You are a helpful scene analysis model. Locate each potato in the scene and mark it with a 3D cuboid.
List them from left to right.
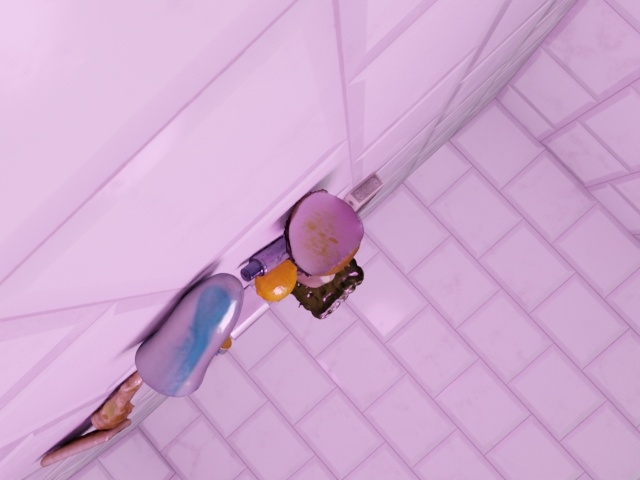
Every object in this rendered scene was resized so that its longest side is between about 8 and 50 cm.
[{"bbox_3d":[0.000,0.000,1.223,0.229,0.229,0.266,-42,178,-5],"label":"potato"}]

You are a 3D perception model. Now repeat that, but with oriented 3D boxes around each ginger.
[{"bbox_3d":[-0.650,0.529,1.423,0.294,0.086,0.131,-49,151,21],"label":"ginger"}]

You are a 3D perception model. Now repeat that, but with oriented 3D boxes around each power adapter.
[{"bbox_3d":[-0.290,0.272,1.734,0.255,0.124,0.187,-41,175,-17],"label":"power adapter"}]

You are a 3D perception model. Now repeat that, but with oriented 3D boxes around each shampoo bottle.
[{"bbox_3d":[-0.154,0.055,1.300,0.214,0.072,0.072,-37,173,-45],"label":"shampoo bottle"}]

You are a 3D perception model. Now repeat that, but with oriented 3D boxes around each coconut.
[{"bbox_3d":[-0.030,0.089,1.746,0.224,0.224,0.224,-42,175,-5],"label":"coconut"}]

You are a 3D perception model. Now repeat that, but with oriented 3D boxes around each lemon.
[{"bbox_3d":[-0.159,0.140,1.567,0.187,0.142,0.142,-42,175,-25],"label":"lemon"}]

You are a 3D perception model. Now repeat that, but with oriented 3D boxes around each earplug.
[{"bbox_3d":[-0.289,0.205,1.047,0.324,0.185,0.185,-51,172,21],"label":"earplug"}]

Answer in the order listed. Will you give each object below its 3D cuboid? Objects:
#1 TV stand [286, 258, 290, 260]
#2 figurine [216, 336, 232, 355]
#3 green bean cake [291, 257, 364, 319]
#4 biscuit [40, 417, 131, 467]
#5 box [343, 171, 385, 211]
[{"bbox_3d":[-0.124,0.114,1.662,0.257,0.049,0.040,-64,169,14],"label":"TV stand"},{"bbox_3d":[-0.451,0.419,1.556,0.275,0.158,0.161,-46,-146,21],"label":"figurine"},{"bbox_3d":[-0.001,0.157,1.949,0.335,0.319,0.218,-46,172,-5],"label":"green bean cake"},{"bbox_3d":[-0.806,0.696,1.513,0.217,0.044,0.325,-18,170,-13],"label":"biscuit"},{"bbox_3d":[0.154,-0.164,1.805,0.164,0.069,0.256,-40,175,-22],"label":"box"}]
